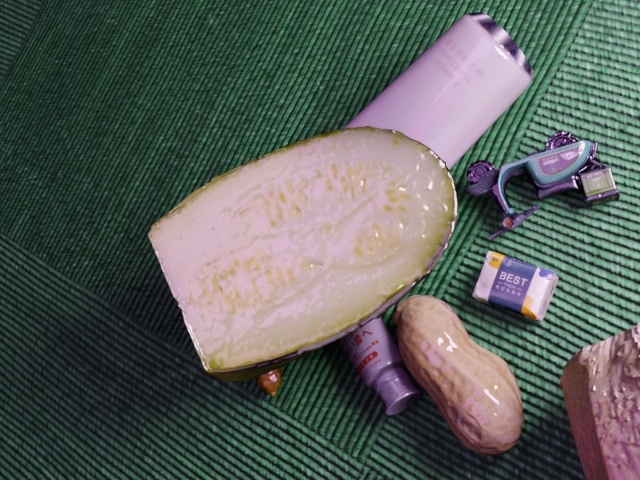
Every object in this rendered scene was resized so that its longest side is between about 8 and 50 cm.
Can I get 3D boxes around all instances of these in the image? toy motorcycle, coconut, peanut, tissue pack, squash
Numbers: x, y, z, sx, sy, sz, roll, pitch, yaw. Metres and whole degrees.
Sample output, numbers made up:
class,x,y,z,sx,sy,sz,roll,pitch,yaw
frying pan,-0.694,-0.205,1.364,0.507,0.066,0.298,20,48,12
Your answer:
class,x,y,z,sx,sy,sz,roll,pitch,yaw
toy motorcycle,0.262,-0.069,0.888,0.173,0.058,0.100,-16,74,19
coconut,0.351,0.197,0.672,0.233,0.233,0.245,-23,63,19
peanut,0.159,0.149,0.854,0.099,0.090,0.214,-38,63,0
tissue pack,0.232,0.055,0.873,0.083,0.042,0.062,20,87,30
squash,0.000,0.000,0.859,0.309,0.210,0.233,-29,79,29

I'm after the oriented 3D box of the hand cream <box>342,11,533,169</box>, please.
class,x,y,z,sx,sy,sz,roll,pitch,yaw
hand cream,0.109,-0.131,0.954,0.359,0.118,0.185,-45,68,18

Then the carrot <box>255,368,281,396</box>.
class,x,y,z,sx,sy,sz,roll,pitch,yaw
carrot,-0.104,0.067,1.024,0.066,0.066,0.314,-21,68,19

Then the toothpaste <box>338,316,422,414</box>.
class,x,y,z,sx,sy,sz,roll,pitch,yaw
toothpaste,0.050,0.112,0.942,0.089,0.057,0.234,-50,54,29
